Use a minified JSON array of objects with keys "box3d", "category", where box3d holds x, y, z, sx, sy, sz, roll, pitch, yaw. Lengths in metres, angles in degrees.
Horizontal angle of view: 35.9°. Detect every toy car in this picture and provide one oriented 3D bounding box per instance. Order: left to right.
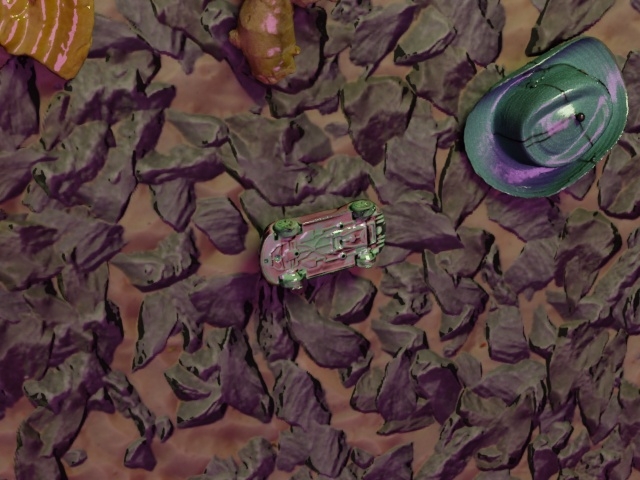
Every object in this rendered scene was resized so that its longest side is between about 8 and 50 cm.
[{"box3d":[0.000,0.000,0.997,0.142,0.055,0.069,-15,119,-20],"category":"toy car"}]

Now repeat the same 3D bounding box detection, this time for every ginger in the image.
[{"box3d":[-0.004,-0.278,0.899,0.089,0.075,0.288,27,105,4],"category":"ginger"}]

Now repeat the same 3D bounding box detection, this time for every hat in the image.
[{"box3d":[0.242,-0.124,1.005,0.191,0.078,0.138,-39,110,0],"category":"hat"}]

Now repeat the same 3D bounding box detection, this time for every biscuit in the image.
[{"box3d":[-0.293,-0.238,0.859,0.224,0.033,0.144,25,100,-21],"category":"biscuit"}]
